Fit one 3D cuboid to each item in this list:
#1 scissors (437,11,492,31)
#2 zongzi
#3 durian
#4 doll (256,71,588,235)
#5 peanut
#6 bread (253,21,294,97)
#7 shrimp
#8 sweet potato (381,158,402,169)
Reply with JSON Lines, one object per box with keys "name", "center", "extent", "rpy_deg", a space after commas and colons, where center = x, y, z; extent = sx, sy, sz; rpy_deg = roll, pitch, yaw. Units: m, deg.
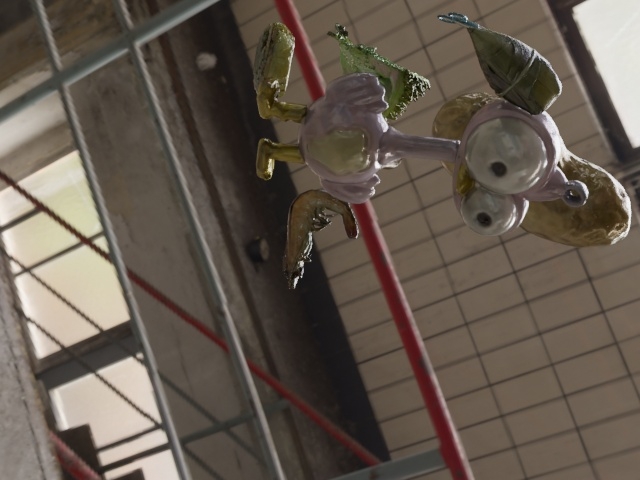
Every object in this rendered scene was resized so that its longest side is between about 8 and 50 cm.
{"name": "scissors", "center": [0.264, -0.382, 1.368], "extent": [0.119, 0.058, 0.014], "rpy_deg": [12, 91, -31]}
{"name": "zongzi", "center": [0.164, -0.173, 0.730], "extent": [0.113, 0.052, 0.104], "rpy_deg": [32, 12, -19]}
{"name": "durian", "center": [0.069, -0.202, 0.925], "extent": [0.100, 0.086, 0.215], "rpy_deg": [62, -8, -34]}
{"name": "doll", "center": [0.107, -0.095, 0.842], "extent": [0.094, 0.365, 0.160], "rpy_deg": [-54, 154, -53]}
{"name": "peanut", "center": [0.369, -0.124, 1.348], "extent": [0.387, 0.192, 0.169], "rpy_deg": [38, 56, 11]}
{"name": "bread", "center": [-0.102, -0.381, 1.629], "extent": [0.117, 0.064, 0.156], "rpy_deg": [-148, -115, -65]}
{"name": "shrimp", "center": [0.000, 0.001, 1.300], "extent": [0.034, 0.124, 0.178], "rpy_deg": [80, 17, -72]}
{"name": "sweet potato", "center": [0.092, -0.114, 1.128], "extent": [0.115, 0.026, 0.026], "rpy_deg": [-24, 90, -58]}
